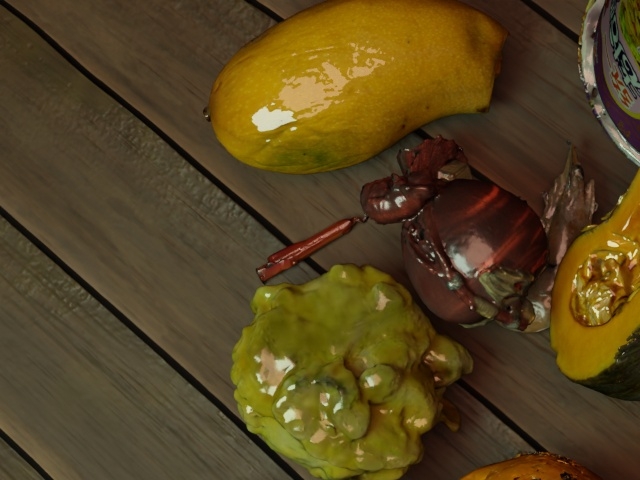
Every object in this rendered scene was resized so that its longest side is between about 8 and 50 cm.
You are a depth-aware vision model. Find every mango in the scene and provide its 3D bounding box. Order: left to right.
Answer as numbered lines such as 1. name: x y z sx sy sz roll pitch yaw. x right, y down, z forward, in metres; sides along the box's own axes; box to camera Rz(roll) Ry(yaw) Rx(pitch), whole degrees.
1. mango: 0.042 -0.187 1.335 0.359 0.144 0.187 -22 87 -1

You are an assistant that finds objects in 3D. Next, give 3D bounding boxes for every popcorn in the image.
1. popcorn: 0.032 0.148 1.259 0.265 0.192 0.233 8 63 -12

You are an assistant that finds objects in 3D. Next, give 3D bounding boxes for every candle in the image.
1. candle: -0.001 -0.001 1.363 0.167 0.021 0.026 -29 76 3

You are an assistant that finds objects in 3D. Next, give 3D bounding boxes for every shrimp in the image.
1. shrimp: 0.241 -0.007 1.313 0.126 0.047 0.224 12 82 22

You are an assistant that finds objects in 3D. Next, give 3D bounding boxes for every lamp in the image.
1. lamp: 0.160 -0.009 1.247 0.151 0.215 0.223 -24 93 24

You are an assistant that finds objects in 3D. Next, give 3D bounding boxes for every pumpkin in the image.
1. pumpkin: 0.402 0.044 1.152 0.232 0.325 0.242 16 45 -17

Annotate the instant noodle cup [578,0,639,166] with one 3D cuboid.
1. instant noodle cup: 0.438 -0.239 1.209 0.339 0.266 0.340 -2 78 11

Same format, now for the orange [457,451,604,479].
1. orange: 0.198 0.313 1.157 0.234 0.234 0.182 -35 96 2
